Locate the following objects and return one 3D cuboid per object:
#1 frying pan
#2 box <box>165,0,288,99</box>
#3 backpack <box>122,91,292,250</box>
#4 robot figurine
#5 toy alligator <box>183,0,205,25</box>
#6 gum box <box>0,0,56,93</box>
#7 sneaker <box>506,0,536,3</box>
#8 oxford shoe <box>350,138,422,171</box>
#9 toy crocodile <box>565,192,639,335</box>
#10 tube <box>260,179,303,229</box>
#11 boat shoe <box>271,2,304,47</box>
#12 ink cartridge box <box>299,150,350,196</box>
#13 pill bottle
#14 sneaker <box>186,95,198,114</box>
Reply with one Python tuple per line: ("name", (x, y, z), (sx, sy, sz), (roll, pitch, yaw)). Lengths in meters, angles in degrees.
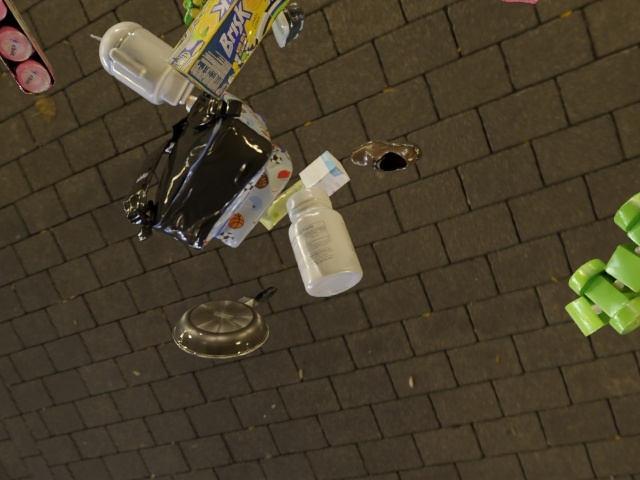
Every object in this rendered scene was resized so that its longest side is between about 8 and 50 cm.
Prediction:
("frying pan", (-0.161, 0.164, 1.097), (0.197, 0.326, 0.053), (25, 120, 39))
("box", (-0.099, -0.252, 0.578), (0.059, 0.054, 0.168), (37, 92, 41))
("backpack", (-0.182, -0.137, 0.892), (0.213, 0.263, 0.276), (32, 112, -35))
("robot figurine", (-0.612, -0.617, 1.758), (0.354, 0.300, 0.199), (34, 106, -5))
("toy alligator", (-0.344, -0.696, 1.418), (0.056, 0.051, 0.189), (52, 137, 24))
("gum box", (-0.556, -0.365, 0.907), (0.062, 0.107, 0.188), (-29, 132, -12))
("sneaker", (0.517, -0.765, 1.499), (0.314, 0.136, 0.115), (43, 111, 37))
("oxford shoe", (0.172, -0.243, 1.471), (0.227, 0.096, 0.082), (3, 125, 40))
("toy crocodile", (0.495, 0.032, 0.773), (0.115, 0.105, 0.340), (54, 141, 38))
("tube", (-0.123, -0.138, 1.809), (0.240, 0.070, 0.062), (-39, 118, -15))
("boat shoe", (-0.114, -0.757, 1.776), (0.091, 0.302, 0.114), (-25, 110, -4))
("ink cartridge box", (0.006, -0.207, 1.679), (0.143, 0.092, 0.089), (-37, 51, 15))
("pill bottle", (0.000, 0.000, 1.141), (0.131, 0.131, 0.229), (-29, 62, 20))
("sneaker", (-0.246, -0.252, 1.009), (0.037, 0.031, 0.083), (10, 153, -2))
